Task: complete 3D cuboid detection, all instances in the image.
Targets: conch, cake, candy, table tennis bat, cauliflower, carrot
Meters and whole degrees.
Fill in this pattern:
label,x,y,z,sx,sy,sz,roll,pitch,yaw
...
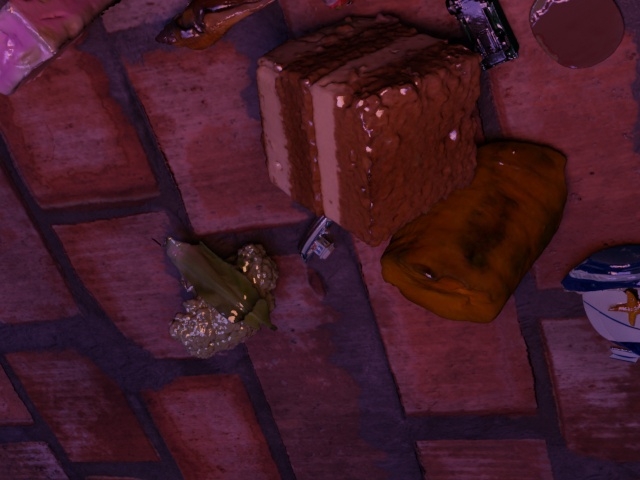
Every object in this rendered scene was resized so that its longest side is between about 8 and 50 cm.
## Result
label,x,y,z,sx,sy,sz,roll,pitch,yaw
conch,-0.179,-0.395,1.459,0.233,0.086,0.080,-34,66,19
cake,0.074,-0.188,1.367,0.290,0.256,0.282,32,139,41
candy,-0.470,-0.369,1.449,0.155,0.265,0.116,-29,114,32
table tennis bat,0.379,-0.371,1.332,0.131,0.022,0.234,-32,111,33
cauliflower,-0.221,0.093,1.750,0.315,0.239,0.256,45,113,12
carrot,0.267,-0.011,1.494,0.241,0.340,0.241,31,154,17

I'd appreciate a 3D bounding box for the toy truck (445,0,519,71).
label,x,y,z,sx,sy,sz,roll,pitch,yaw
toy truck,0.258,-0.347,1.348,0.065,0.079,0.147,-19,117,29

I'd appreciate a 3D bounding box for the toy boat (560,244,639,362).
label,x,y,z,sx,sy,sz,roll,pitch,yaw
toy boat,0.576,0.128,1.606,0.221,0.067,0.291,-4,133,21

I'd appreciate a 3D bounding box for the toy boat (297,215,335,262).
label,x,y,z,sx,sy,sz,roll,pitch,yaw
toy boat,0.000,0.000,1.680,0.066,0.059,0.140,43,129,8

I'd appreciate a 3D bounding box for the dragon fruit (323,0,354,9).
label,x,y,z,sx,sy,sz,roll,pitch,yaw
dragon fruit,0.027,-0.418,1.388,0.083,0.060,0.056,43,137,19
